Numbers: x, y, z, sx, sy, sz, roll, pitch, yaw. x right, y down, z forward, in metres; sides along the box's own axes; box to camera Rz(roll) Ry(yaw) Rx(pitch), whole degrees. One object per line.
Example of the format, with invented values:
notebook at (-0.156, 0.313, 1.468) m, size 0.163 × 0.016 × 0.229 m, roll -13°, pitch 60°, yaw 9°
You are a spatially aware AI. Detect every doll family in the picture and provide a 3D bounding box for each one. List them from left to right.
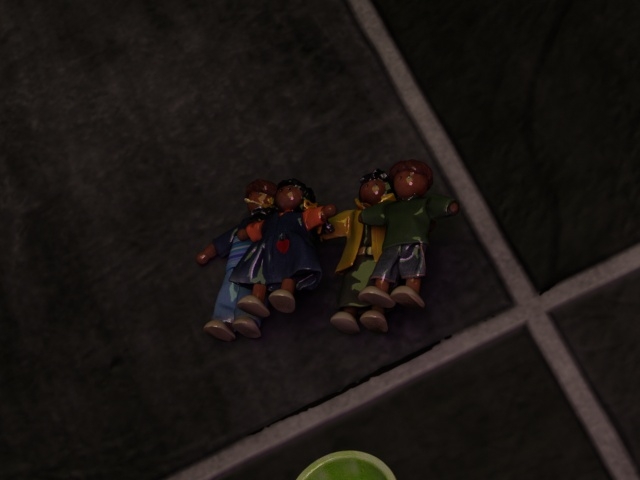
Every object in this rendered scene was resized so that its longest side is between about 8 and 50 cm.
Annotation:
doll family at (0.000, 0.000, 1.119) m, size 0.193 × 0.076 × 0.111 m, roll -2°, pitch 62°, yaw 21°

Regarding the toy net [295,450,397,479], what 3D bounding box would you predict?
toy net at (0.027, 0.229, 0.976) m, size 0.122 × 0.045 × 0.232 m, roll -29°, pitch 54°, yaw -2°
